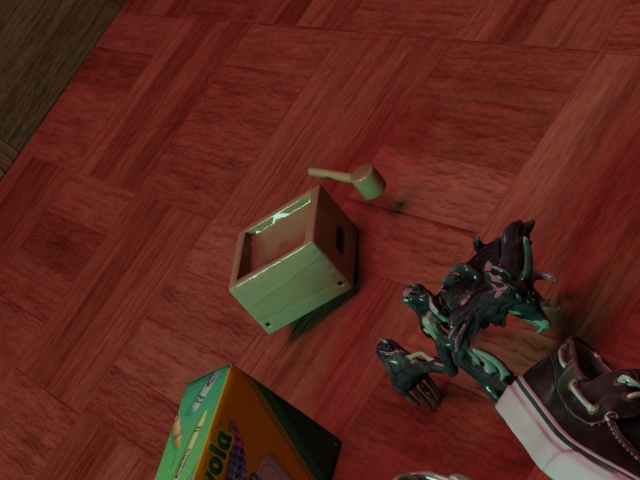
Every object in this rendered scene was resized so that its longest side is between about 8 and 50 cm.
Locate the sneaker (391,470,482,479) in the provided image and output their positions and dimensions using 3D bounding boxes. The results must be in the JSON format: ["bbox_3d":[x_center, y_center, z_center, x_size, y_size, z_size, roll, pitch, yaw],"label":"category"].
[{"bbox_3d":[0.084,0.258,1.694,0.262,0.121,0.099,-23,37,47],"label":"sneaker"}]

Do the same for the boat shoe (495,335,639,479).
[{"bbox_3d":[0.245,0.157,1.550,0.119,0.121,0.335,-55,23,4],"label":"boat shoe"}]

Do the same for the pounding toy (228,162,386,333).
[{"bbox_3d":[0.005,-0.008,2.222,0.206,0.094,0.181,-30,27,22],"label":"pounding toy"}]

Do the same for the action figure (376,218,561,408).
[{"bbox_3d":[0.163,0.078,1.782,0.164,0.141,0.275,-62,11,-24],"label":"action figure"}]

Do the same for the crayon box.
[{"bbox_3d":[-0.093,0.289,1.902,0.081,0.165,0.278,-26,36,43],"label":"crayon box"}]
